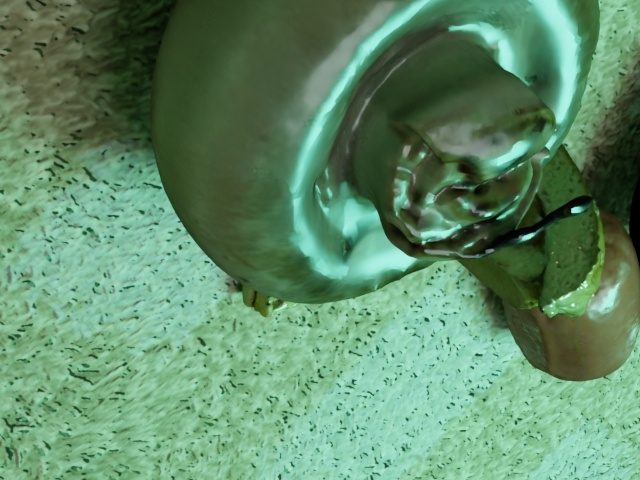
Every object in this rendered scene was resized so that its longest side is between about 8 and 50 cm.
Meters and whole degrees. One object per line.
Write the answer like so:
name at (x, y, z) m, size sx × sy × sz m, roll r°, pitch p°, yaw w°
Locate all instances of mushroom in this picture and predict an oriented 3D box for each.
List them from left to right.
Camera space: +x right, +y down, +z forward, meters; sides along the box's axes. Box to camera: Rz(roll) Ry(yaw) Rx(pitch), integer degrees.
mushroom at (0.059, -0.101, 1.326) m, size 0.362 × 0.294 × 0.362 m, roll -28°, pitch 144°, yaw -23°

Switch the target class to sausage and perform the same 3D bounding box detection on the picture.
sausage at (0.258, 0.059, 1.864) m, size 0.148 × 0.148 × 0.254 m, roll -37°, pitch 147°, yaw -14°

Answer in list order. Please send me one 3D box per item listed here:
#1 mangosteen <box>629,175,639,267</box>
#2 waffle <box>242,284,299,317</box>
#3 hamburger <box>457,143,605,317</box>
mangosteen at (0.457, -0.024, 1.860) m, size 0.330 × 0.330 × 0.330 m, roll -29°, pitch 143°, yaw -25°
waffle at (0.000, 0.001, 1.600) m, size 0.148 × 0.042 × 0.102 m, roll -22°, pitch 140°, yaw -32°
hamburger at (0.195, -0.010, 1.658) m, size 0.135 × 0.208 × 0.155 m, roll -39°, pitch 142°, yaw -5°
